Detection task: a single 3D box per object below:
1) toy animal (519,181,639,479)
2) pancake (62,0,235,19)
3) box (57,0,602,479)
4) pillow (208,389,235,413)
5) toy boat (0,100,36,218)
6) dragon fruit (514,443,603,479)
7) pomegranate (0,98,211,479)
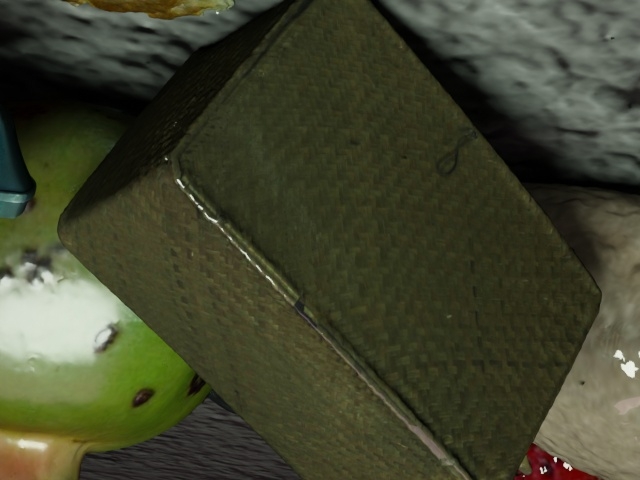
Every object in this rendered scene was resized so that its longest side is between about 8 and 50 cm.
[{"bbox_3d":[0.224,0.077,0.925,0.358,0.188,0.227,26,152,28],"label":"toy animal"},{"bbox_3d":[-0.164,-0.169,0.681,0.244,0.057,0.266,13,163,-39],"label":"pancake"},{"bbox_3d":[0.012,0.010,0.753,0.273,0.184,0.143,47,145,-18],"label":"box"},{"bbox_3d":[-0.041,0.114,1.261,0.161,0.093,0.335,0,159,-7],"label":"pillow"},{"bbox_3d":[-0.276,-0.067,0.727,0.296,0.122,0.114,23,-164,28],"label":"toy boat"},{"bbox_3d":[0.188,0.178,1.164,0.302,0.240,0.330,25,149,-1],"label":"dragon fruit"},{"bbox_3d":[-0.169,0.058,0.863,0.290,0.324,0.291,-13,153,-7],"label":"pomegranate"}]
